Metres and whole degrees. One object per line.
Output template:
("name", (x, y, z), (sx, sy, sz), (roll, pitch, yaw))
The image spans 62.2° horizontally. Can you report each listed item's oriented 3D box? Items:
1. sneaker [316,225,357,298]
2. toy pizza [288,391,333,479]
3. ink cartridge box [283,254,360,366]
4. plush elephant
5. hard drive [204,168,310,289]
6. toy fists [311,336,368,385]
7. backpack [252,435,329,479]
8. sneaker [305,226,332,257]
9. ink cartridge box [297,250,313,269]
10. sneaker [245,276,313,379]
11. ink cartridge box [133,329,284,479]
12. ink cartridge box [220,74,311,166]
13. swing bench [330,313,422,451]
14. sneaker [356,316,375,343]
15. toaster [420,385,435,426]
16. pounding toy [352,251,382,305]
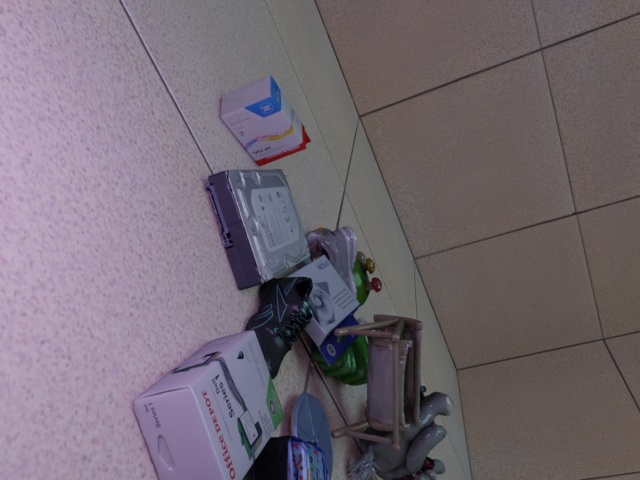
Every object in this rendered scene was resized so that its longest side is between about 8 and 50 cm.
("sneaker", (0.030, 0.097, 1.463), (0.105, 0.115, 0.281), (-139, -135, -61))
("toy pizza", (-0.023, 0.420, 1.103), (0.201, 0.032, 0.201), (-15, 90, -73))
("ink cartridge box", (0.016, 0.158, 1.276), (0.224, 0.045, 0.223), (54, 28, 3))
("plush elephant", (0.235, 0.588, 1.387), (0.330, 0.272, 0.255), (-37, 97, -42))
("hard drive", (-0.124, -0.041, 1.179), (0.339, 0.064, 0.237), (-24, 96, -72))
("toy fists", (0.059, 0.299, 1.381), (0.279, 0.096, 0.142), (44, 24, -54))
("backpack", (-0.042, 0.422, 0.902), (0.173, 0.117, 0.158), (54, 26, -54))
("sneaker", (0.000, 0.000, 1.526), (0.083, 0.084, 0.215), (62, 11, 18))
("ink cartridge box", (-0.038, 0.053, 1.414), (0.115, 0.029, 0.063), (53, 26, -49))
("sneaker", (-0.078, 0.160, 1.059), (0.267, 0.106, 0.101), (-82, 152, -51))
("ink cartridge box", (-0.149, 0.246, 0.768), (0.219, 0.093, 0.160), (-36, 108, -73))
("ink cartridge box", (-0.123, -0.267, 1.275), (0.231, 0.134, 0.078), (51, 27, -50))
("swing bench", (0.154, 0.321, 1.258), (0.255, 0.165, 0.253), (-1, 92, -61))
("sneaker", (0.185, 0.355, 1.682), (0.305, 0.114, 0.152), (57, 24, -43))
("toaster", (0.258, 0.534, 1.665), (0.110, 0.186, 0.168), (38, 31, -66))
("pounding toy", (0.156, 0.123, 1.824), (0.237, 0.110, 0.183), (-24, 97, -73))
